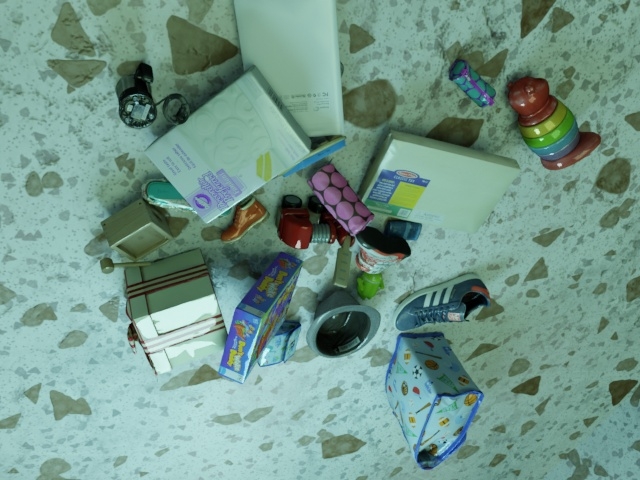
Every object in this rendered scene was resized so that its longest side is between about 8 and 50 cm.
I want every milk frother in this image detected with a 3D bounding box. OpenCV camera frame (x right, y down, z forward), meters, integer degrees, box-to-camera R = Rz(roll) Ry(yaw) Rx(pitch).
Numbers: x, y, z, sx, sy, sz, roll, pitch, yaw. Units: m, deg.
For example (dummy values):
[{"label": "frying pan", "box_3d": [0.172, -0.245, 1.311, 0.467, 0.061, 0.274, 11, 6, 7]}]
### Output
[{"label": "milk frother", "box_3d": [-0.392, -0.324, 1.455, 0.129, 0.134, 0.143, -45, 127, 13]}]

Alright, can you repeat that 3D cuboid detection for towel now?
[{"label": "towel", "box_3d": [0.261, -0.030, 1.969, 0.119, 0.029, 0.067, 2, 122, -21]}]

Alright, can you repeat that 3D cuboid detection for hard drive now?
[{"label": "hard drive", "box_3d": [-0.069, -0.420, 1.513, 0.233, 0.047, 0.353, -4, 123, 3]}]

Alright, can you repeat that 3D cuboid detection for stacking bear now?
[{"label": "stacking bear", "box_3d": [0.650, -0.356, 1.814, 0.164, 0.175, 0.289, -44, 117, 4]}]

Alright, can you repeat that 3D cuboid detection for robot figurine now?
[{"label": "robot figurine", "box_3d": [0.159, 0.138, 2.025, 0.101, 0.067, 0.115, 1, 123, -33]}]

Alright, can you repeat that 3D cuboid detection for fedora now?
[{"label": "fedora", "box_3d": [0.063, 0.259, 2.038, 0.244, 0.124, 0.275, -4, 133, -15]}]

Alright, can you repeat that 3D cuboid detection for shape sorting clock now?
[{"label": "shape sorting clock", "box_3d": [-0.024, -0.224, 1.639, 0.206, 0.206, 0.040, -27, 97, 0]}]

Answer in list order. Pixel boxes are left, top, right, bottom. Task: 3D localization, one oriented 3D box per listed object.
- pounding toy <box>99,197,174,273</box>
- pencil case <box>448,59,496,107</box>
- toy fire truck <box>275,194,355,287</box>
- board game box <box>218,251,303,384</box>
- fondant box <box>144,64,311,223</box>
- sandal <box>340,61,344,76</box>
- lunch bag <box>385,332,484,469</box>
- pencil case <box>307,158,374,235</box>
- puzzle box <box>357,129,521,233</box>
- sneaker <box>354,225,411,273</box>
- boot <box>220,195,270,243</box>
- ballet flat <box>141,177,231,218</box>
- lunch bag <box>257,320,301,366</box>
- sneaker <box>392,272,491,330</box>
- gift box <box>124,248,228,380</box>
[{"label": "pounding toy", "box_3d": [-0.507, 0.000, 1.664, 0.206, 0.094, 0.181, -30, 155, 3]}, {"label": "pencil case", "box_3d": [0.419, -0.430, 1.722, 0.152, 0.070, 0.064, 29, 109, -35]}, {"label": "toy fire truck", "box_3d": [0.000, 0.000, 1.755, 0.217, 0.246, 0.158, 0, 123, -21]}, {"label": "board game box", "box_3d": [-0.166, 0.212, 1.792, 0.078, 0.347, 0.233, 22, 119, 7]}, {"label": "fondant box", "box_3d": [-0.221, -0.229, 1.527, 0.330, 0.096, 0.238, -33, 110, 16]}, {"label": "sandal", "box_3d": [-0.051, -0.383, 1.601, 0.254, 0.054, 0.097, -38, 121, 20]}, {"label": "lunch bag", "box_3d": [0.385, 0.579, 2.257, 0.239, 0.328, 0.385, 3, 121, -21]}, {"label": "pencil case", "box_3d": [0.061, -0.116, 1.730, 0.098, 0.209, 0.095, -31, 171, -44]}, {"label": "puzzle box", "box_3d": [0.336, -0.163, 1.817, 0.409, 0.052, 0.272, 11, 134, -17]}, {"label": "sneaker", "box_3d": [0.150, 0.039, 1.888, 0.145, 0.090, 0.270, -32, 154, 29]}, {"label": "boot", "box_3d": [-0.228, -0.058, 1.756, 0.158, 0.059, 0.084, -38, 125, -3]}, {"label": "ballet flat", "box_3d": [-0.356, -0.114, 1.656, 0.241, 0.077, 0.091, 16, 82, -25]}, {"label": "lunch bag", "box_3d": [-0.138, 0.333, 2.041, 0.151, 0.096, 0.128, -6, 124, -34]}, {"label": "sneaker", "box_3d": [0.420, 0.238, 2.141, 0.350, 0.148, 0.131, -26, 128, -1]}, {"label": "gift box", "box_3d": [-0.410, 0.220, 1.756, 0.258, 0.255, 0.276, -17, 124, -11]}]
